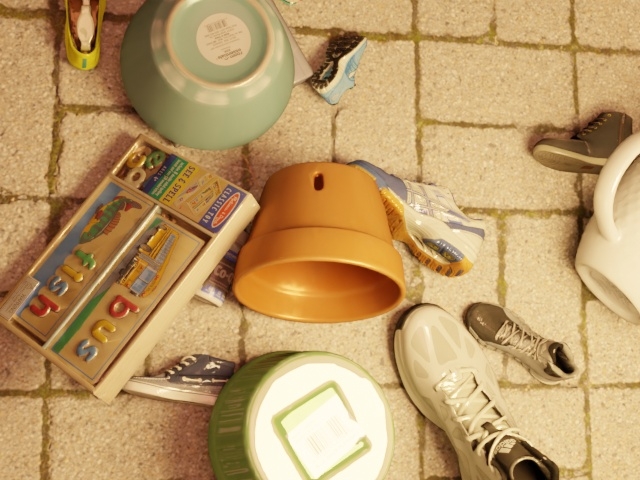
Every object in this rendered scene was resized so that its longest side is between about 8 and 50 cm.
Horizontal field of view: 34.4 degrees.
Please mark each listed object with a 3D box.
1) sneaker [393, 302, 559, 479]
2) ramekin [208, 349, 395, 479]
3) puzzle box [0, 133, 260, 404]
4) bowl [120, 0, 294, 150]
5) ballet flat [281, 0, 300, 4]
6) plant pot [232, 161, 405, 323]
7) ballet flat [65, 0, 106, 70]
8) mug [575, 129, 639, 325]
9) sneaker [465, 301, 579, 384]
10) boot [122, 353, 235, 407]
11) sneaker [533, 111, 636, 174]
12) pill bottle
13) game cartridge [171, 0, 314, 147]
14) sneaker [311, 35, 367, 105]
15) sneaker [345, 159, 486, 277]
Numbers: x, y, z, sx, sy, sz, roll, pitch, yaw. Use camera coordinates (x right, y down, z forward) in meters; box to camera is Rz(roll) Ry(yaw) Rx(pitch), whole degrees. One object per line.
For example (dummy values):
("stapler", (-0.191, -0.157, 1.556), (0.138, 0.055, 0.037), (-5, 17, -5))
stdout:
("sneaker", (0.295, 0.304, 1.792), (0.169, 0.257, 0.447), (-27, 89, -15))
("ramekin", (-0.023, 0.326, 1.733), (0.303, 0.148, 0.303), (6, 75, -23))
("puzzle box", (-0.323, 0.036, 1.712), (0.272, 0.052, 0.409), (29, 74, 28))
("bowl", (-0.182, -0.321, 1.759), (0.312, 0.163, 0.311), (2, 82, -12))
("ballet flat", (-0.129, -0.509, 1.875), (0.241, 0.077, 0.091), (23, 43, -2))
("plant pot", (0.000, 0.000, 1.770), (0.291, 0.291, 0.203), (7, 64, -12))
("ballet flat", (-0.412, -0.414, 1.811), (0.077, 0.077, 0.231), (-1, 83, -13))
("mug", (0.618, -0.044, 1.880), (0.328, 0.276, 0.374), (-44, 127, -5))
("sneaker", (0.381, 0.182, 1.893), (0.229, 0.132, 0.086), (33, 77, -8))
("boot", (-0.242, 0.234, 1.781), (0.190, 0.069, 0.086), (13, 73, -19))
("sneaker", (0.508, -0.196, 2.006), (0.222, 0.083, 0.118), (8, 76, -21))
("pill bottle", (-0.180, 0.041, 1.807), (0.078, 0.078, 0.137), (26, 78, -9))
("game cartridge", (-0.181, -0.317, 1.868), (0.294, 0.060, 0.196), (-30, 86, -15))
("sneaker", (0.040, -0.317, 1.922), (0.162, 0.063, 0.073), (-57, 140, -26))
("sneaker", (0.172, -0.062, 1.904), (0.296, 0.112, 0.131), (39, 59, -7))
